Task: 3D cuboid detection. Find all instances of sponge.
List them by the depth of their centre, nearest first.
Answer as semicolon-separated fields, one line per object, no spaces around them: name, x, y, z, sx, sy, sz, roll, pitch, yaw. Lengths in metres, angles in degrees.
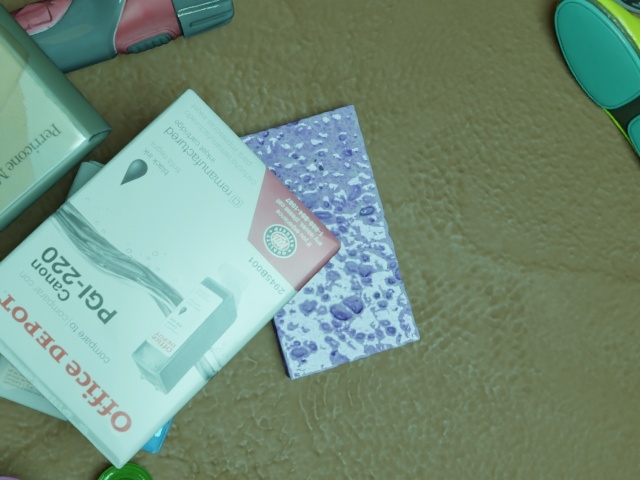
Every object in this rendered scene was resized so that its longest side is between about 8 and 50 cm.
sponge;0.000;0.000;0.781;0.117;0.031;0.210;-16;89;-8

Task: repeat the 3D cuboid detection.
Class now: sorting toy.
sorting toy;-0.177;0.228;0.744;0.061;0.042;0.102;26;71;-20

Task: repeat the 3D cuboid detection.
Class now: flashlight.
flashlight;-0.226;-0.179;0.733;0.304;0.103;0.103;-17;44;-5

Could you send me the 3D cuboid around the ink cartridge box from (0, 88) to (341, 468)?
ink cartridge box;-0.117;0.026;0.653;0.218;0.092;0.158;-45;93;-7

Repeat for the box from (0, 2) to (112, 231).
box;-0.302;-0.144;0.621;0.148;0.121;0.311;-42;100;2

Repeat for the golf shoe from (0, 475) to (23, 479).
golf shoe;-0.240;0.316;0.704;0.140;0.115;0.306;-7;105;32

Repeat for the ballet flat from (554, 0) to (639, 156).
ballet flat;0.292;-0.130;0.813;0.077;0.077;0.231;-37;94;-29

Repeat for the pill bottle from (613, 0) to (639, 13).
pill bottle;0.314;-0.271;0.748;0.119;0.208;0.119;0;86;-7

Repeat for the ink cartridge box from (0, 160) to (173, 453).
ink cartridge box;-0.157;0.052;0.732;0.139;0.082;0.191;22;82;-6
